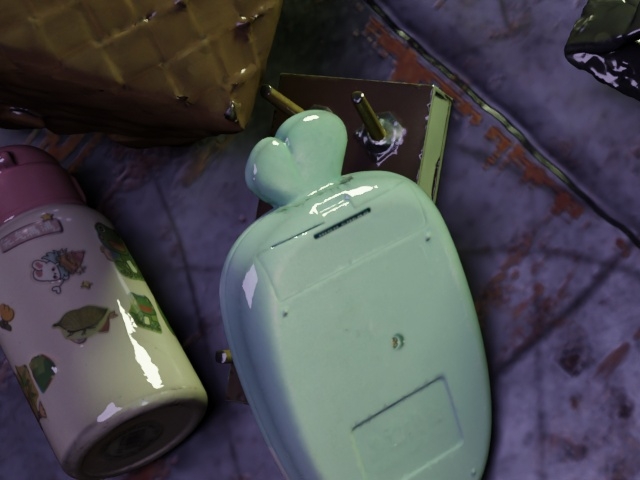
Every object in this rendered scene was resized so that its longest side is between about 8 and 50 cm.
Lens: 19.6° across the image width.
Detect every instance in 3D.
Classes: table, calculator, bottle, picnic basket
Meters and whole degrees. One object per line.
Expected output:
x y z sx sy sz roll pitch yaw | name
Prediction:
0.000 0.000 1.282 0.122 0.111 0.240 6 82 25 | table
0.027 0.060 1.201 0.042 0.184 0.295 -2 111 54 | calculator
-0.186 0.043 1.357 0.120 0.120 0.253 -36 65 14 | bottle
-0.180 -0.201 1.328 0.321 0.291 0.254 14 87 70 | picnic basket

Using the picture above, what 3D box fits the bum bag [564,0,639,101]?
0.305 -0.092 1.182 0.310 0.074 0.137 38 84 19 | bum bag
